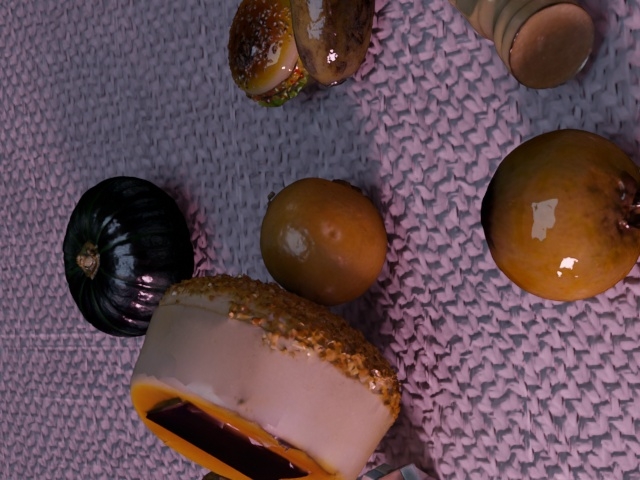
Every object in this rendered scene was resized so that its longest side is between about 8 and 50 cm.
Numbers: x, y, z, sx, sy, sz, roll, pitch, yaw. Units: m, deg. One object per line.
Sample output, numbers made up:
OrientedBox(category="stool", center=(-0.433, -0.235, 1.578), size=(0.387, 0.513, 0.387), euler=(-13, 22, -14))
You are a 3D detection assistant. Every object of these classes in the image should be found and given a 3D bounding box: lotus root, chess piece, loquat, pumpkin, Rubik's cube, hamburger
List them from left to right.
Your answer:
OrientedBox(category="pumpkin", center=(-0.243, 0.022, 1.867), size=(0.202, 0.140, 0.202), euler=(10, 103, 49))
OrientedBox(category="hamburger", center=(-0.056, 0.141, 1.543), size=(0.179, 0.276, 0.294), euler=(-65, 14, -22))
OrientedBox(category="hamburger", center=(-0.051, -0.215, 1.658), size=(0.126, 0.081, 0.141), euler=(-10, 84, 50))
OrientedBox(category="loquat", center=(0.000, 0.000, 1.574), size=(0.141, 0.141, 0.141), euler=(5, 97, 50))
OrientedBox(category="lotus root", center=(0.013, -0.251, 1.573), size=(0.080, 0.089, 0.179), euler=(-168, 71, -69))
OrientedBox(category="Rubik's cube", center=(0.076, 0.263, 1.545), size=(0.073, 0.075, 0.084), euler=(21, 95, 31))
OrientedBox(category="chess piece", center=(0.169, -0.227, 1.401), size=(0.200, 0.090, 0.090), euler=(57, 133, 47))
OrientedBox(category="loquat", center=(0.214, -0.022, 1.308), size=(0.163, 0.137, 0.163), euler=(-24, 56, 42))

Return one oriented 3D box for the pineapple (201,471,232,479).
OrientedBox(category="pineapple", center=(-0.038, 0.363, 1.665), size=(0.277, 0.119, 0.130), euler=(33, 99, 42))
